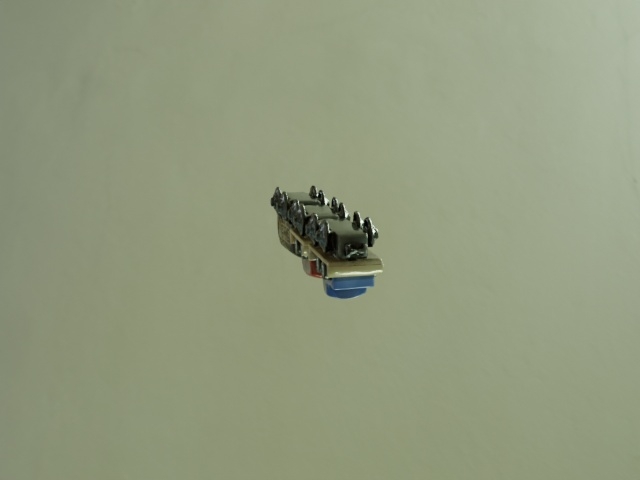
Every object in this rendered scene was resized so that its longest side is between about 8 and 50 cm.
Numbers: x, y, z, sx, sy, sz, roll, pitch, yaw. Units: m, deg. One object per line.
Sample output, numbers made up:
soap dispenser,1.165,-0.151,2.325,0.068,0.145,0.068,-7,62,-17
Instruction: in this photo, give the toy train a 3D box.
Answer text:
toy train,0.000,0.000,0.667,0.027,0.158,0.036,-3,-82,-10
